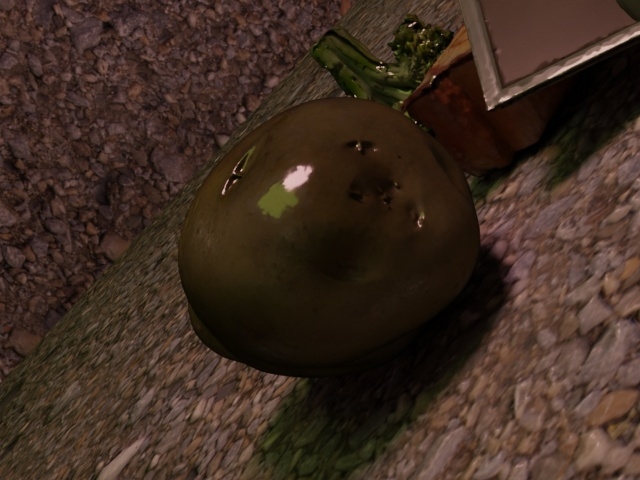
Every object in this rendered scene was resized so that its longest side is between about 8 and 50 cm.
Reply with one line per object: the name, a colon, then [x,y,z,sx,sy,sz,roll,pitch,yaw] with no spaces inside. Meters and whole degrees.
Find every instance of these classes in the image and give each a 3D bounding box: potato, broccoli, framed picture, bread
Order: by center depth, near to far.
potato: [0.000,0.000,1.110,0.243,0.221,0.326,-60,11,-11]
framed picture: [0.256,-0.244,1.111,0.293,0.018,0.231,-25,44,19]
bread: [0.184,-0.175,1.255,0.244,0.123,0.190,-50,11,-12]
broccoli: [0.073,-0.165,1.423,0.220,0.194,0.194,-53,5,48]

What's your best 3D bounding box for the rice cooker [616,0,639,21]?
rice cooker: [0.296,-0.236,0.794,0.226,0.226,0.244,-55,0,-31]
